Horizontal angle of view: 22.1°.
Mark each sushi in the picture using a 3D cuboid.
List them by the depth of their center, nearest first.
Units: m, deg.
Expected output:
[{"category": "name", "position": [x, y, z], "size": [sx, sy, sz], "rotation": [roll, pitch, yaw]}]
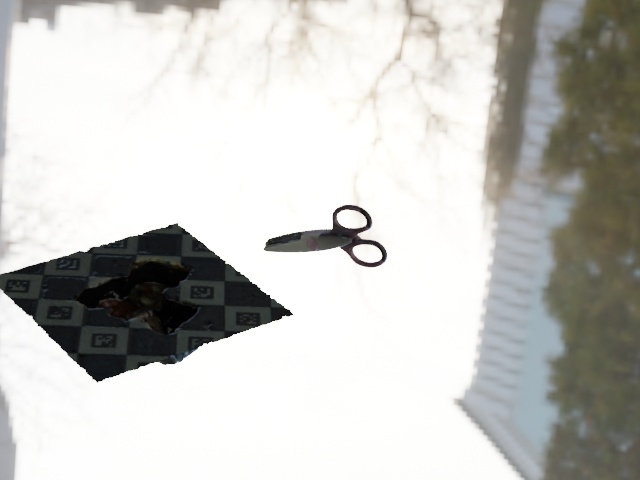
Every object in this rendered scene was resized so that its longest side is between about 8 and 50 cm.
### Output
[{"category": "sushi", "position": [-0.184, 0.076, 1.671], "size": [0.231, 0.047, 0.219], "rotation": [-17, -144, -33]}]

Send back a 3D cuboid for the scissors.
[{"category": "scissors", "position": [0.000, 0.000, 1.924], "size": [0.176, 0.085, 0.022], "rotation": [-6, -150, 41]}]
